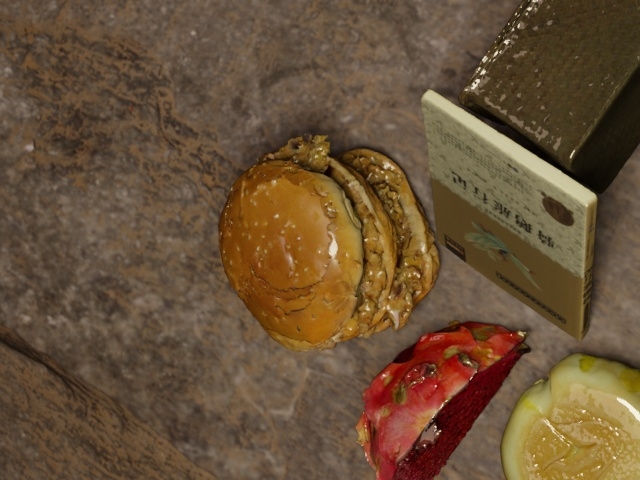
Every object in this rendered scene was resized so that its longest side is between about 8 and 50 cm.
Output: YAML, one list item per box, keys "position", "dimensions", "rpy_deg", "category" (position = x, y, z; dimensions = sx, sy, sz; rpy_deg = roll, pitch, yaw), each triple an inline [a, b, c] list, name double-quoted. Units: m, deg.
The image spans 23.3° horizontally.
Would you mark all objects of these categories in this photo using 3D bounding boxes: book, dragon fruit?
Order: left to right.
- position: [0.113, 0.186, 1.822]
  dimensions: [0.126, 0.161, 0.274]
  rpy_deg: [42, 118, 18]
  category: "dragon fruit"
- position: [0.205, -0.021, 1.688]
  dimensions: [0.217, 0.310, 0.021]
  rpy_deg: [36, 71, 24]
  category: "book"

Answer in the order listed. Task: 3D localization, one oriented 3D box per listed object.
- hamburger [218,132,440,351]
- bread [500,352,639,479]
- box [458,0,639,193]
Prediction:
- position: [0.000, -0.003, 1.847]
  dimensions: [0.245, 0.211, 0.260]
  rpy_deg: [17, 111, 35]
  category: "hamburger"
- position: [0.307, 0.231, 1.738]
  dimensions: [0.213, 0.105, 0.213]
  rpy_deg: [4, 97, 29]
  category: "bread"
- position: [0.295, -0.204, 1.602]
  dimensions: [0.143, 0.184, 0.273]
  rpy_deg: [39, 99, 23]
  category: "box"
